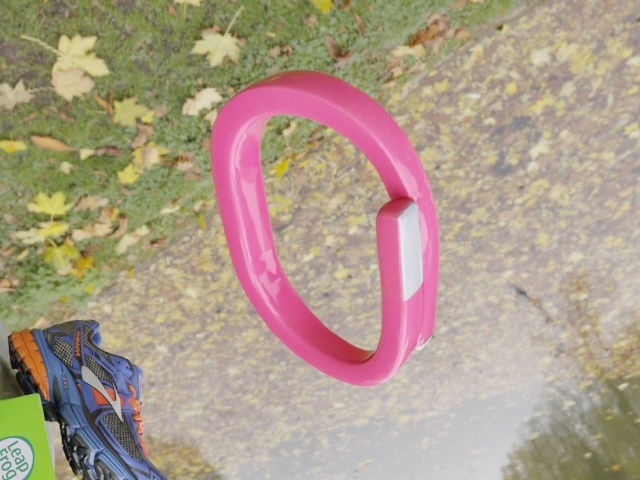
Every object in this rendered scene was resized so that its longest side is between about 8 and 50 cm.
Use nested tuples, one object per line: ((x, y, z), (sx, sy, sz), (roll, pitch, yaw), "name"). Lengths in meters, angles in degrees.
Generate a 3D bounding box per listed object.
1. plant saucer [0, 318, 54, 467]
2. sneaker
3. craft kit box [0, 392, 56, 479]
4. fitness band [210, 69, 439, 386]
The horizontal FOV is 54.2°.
((-0.405, 0.158, 0.466), (0.100, 0.400, 0.400), (-38, 138, 21), "plant saucer")
((-0.181, 0.142, 0.530), (0.087, 0.221, 0.083), (-27, 151, -36), "sneaker")
((-0.266, 0.235, 0.360), (0.061, 0.250, 0.246), (-25, 165, 30), "craft kit box")
((0.000, 0.000, 0.534), (0.054, 0.209, 0.291), (-37, 137, -36), "fitness band")
